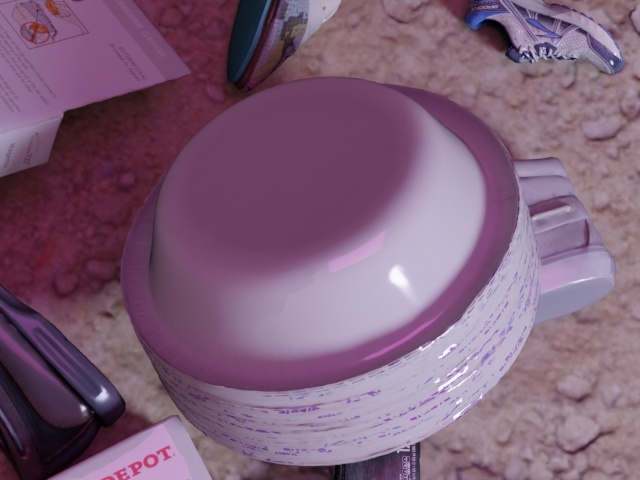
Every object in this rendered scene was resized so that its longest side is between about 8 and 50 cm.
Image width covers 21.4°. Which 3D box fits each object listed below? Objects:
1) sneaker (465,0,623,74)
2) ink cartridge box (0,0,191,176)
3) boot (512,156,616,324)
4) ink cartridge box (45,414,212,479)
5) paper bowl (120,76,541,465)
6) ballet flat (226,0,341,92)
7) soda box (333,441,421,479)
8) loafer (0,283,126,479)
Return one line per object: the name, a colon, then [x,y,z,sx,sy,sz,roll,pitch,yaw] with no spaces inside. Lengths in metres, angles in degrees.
sneaker: [0.176,-0.161,1.354,0.135,0.052,0.058,30,82,7]
ink cartridge box: [-0.268,-0.167,1.236,0.239,0.060,0.275,-21,62,-39]
boot: [0.085,0.016,1.276,0.258,0.095,0.123,-14,65,-16]
ink cartridge box: [-0.122,0.244,1.170,0.148,0.086,0.203,-27,82,-15]
paper bowl: [0.000,0.000,1.157,0.284,0.148,0.284,-11,46,12]
ballet flat: [-0.022,-0.217,1.323,0.079,0.077,0.221,13,72,-27]
soda box: [0.040,0.224,1.220,0.060,0.053,0.169,3,74,-8]
loafer: [-0.274,0.046,1.190,0.302,0.109,0.095,42,77,0]
